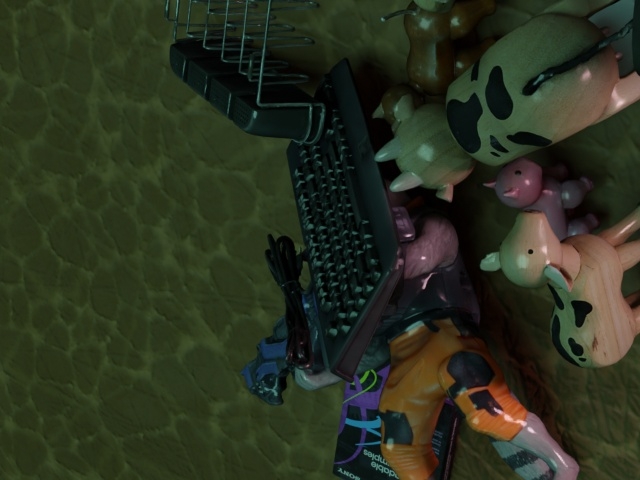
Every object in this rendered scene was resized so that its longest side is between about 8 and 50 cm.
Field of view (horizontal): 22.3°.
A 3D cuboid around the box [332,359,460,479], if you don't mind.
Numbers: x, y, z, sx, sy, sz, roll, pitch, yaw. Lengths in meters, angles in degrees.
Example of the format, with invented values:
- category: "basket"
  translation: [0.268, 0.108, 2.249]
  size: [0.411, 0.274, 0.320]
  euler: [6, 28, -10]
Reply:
- category: "box"
  translation: [0.074, 0.174, 1.531]
  size: [0.116, 0.029, 0.162]
  euler: [22, 122, 27]

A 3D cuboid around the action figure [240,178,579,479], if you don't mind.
- category: "action figure"
  translation: [0.071, 0.099, 1.430]
  size: [0.341, 0.178, 0.330]
  euler: [-36, 71, 59]

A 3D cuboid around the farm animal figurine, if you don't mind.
- category: "farm animal figurine"
  translation: [0.144, -0.072, 1.207]
  size: [0.330, 0.172, 0.327]
  euler: [53, 158, 16]

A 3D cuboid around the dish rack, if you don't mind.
- category: "dish rack"
  translation: [-0.059, -0.234, 1.372]
  size: [0.208, 0.074, 0.272]
  euler: [40, 128, 52]

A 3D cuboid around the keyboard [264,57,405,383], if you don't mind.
- category: "keyboard"
  translation: [0.000, 0.000, 1.325]
  size: [0.033, 0.317, 0.201]
  euler: [13, 121, -16]

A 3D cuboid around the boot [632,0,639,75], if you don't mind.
- category: "boot"
  translation: [0.367, -0.181, 0.956]
  size: [0.260, 0.348, 0.131]
  euler: [22, 139, 36]

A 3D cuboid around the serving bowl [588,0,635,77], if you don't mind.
- category: "serving bowl"
  translation: [0.224, -0.165, 1.273]
  size: [0.083, 0.027, 0.083]
  euler: [15, 117, 30]
